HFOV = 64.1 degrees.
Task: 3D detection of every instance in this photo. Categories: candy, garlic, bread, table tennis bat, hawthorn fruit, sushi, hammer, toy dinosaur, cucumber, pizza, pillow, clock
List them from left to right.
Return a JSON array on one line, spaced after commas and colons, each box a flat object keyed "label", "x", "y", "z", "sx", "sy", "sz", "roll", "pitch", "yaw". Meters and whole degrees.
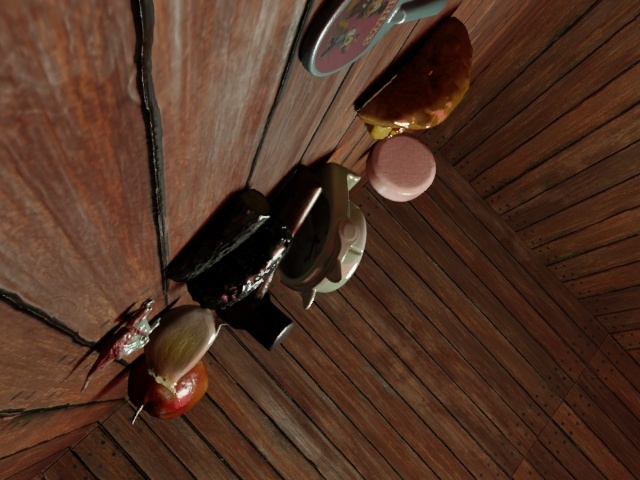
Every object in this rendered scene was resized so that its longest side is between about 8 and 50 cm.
[{"label": "toy dinosaur", "x": -0.396, "y": 0.209, "z": 0.984, "sx": 0.242, "sy": 0.053, "sz": 0.167, "roll": -42, "pitch": 177, "yaw": -3}, {"label": "hawthorn fruit", "x": -0.529, "y": 0.497, "z": 1.711, "sx": 0.254, "sy": 0.254, "sz": 0.300, "roll": -44, "pitch": -171, "yaw": 45}, {"label": "garlic", "x": -0.331, "y": 0.223, "z": 1.271, "sx": 0.266, "sy": 0.148, "sz": 0.128, "roll": -42, "pitch": -151, "yaw": -3}, {"label": "cucumber", "x": -0.170, "y": 0.004, "z": 0.866, "sx": 0.211, "sy": 0.062, "sz": 0.078, "roll": -44, "pitch": 179, "yaw": 24}, {"label": "sushi", "x": -0.156, "y": 0.037, "z": 0.988, "sx": 0.225, "sy": 0.124, "sz": 0.127, "roll": -42, "pitch": 179, "yaw": 6}, {"label": "hammer", "x": -0.102, "y": 0.025, "z": 1.103, "sx": 0.409, "sy": 0.242, "sz": 0.095, "roll": -59, "pitch": 166, "yaw": 24}, {"label": "pillow", "x": -0.108, "y": -0.007, "z": 1.190, "sx": 0.059, "sy": 0.169, "sz": 0.255, "roll": 11, "pitch": 138, "yaw": -39}, {"label": "clock", "x": 0.000, "y": 0.000, "z": 1.206, "sx": 0.265, "sy": 0.108, "sz": 0.324, "roll": -42, "pitch": -140, "yaw": 37}, {"label": "table tennis bat", "x": 0.069, "y": -0.249, "z": 0.554, "sx": 0.244, "sy": 0.040, "sz": 0.153, "roll": -35, "pitch": 173, "yaw": -42}, {"label": "candy", "x": 0.291, "y": -0.260, "z": 1.810, "sx": 0.255, "sy": 0.255, "sz": 0.094, "roll": -42, "pitch": 178, "yaw": -20}, {"label": "pizza", "x": 0.221, "y": -0.331, "z": 1.268, "sx": 0.229, "sy": 0.081, "sz": 0.289, "roll": -44, "pitch": 177, "yaw": 21}, {"label": "bread", "x": 0.197, "y": -0.283, "z": 0.966, "sx": 0.260, "sy": 0.134, "sz": 0.129, "roll": -43, "pitch": 180, "yaw": 2}]
